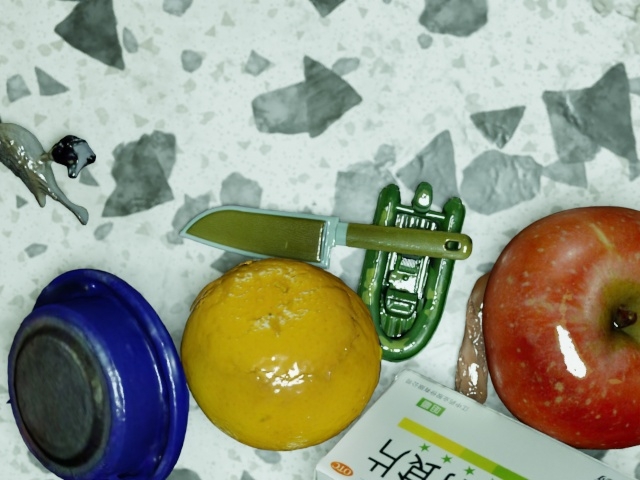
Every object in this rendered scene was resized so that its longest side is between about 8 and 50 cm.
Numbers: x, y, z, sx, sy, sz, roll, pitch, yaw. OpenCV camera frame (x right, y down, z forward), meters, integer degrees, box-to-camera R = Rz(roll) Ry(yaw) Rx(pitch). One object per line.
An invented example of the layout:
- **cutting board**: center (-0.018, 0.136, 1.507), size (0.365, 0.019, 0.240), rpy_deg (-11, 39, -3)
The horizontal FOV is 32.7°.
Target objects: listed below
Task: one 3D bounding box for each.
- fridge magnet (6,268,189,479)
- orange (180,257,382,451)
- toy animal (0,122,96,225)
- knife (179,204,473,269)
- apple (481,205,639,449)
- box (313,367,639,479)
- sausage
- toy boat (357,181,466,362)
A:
- **fridge magnet**: center (-0.251, 0.162, 1.203), size (0.265, 0.113, 0.265), rpy_deg (7, 101, 38)
- **orange**: center (-0.043, 0.124, 1.185), size (0.219, 0.193, 0.219), rpy_deg (10, 51, -12)
- **toy animal**: center (-0.346, -0.102, 1.268), size (0.202, 0.070, 0.105), rpy_deg (26, 111, -2)
- **knife**: center (0.000, 0.001, 1.238), size (0.343, 0.027, 0.061), rpy_deg (7, 87, 15)
- **apple**: center (0.300, 0.091, 1.159), size (0.260, 0.216, 0.260), rpy_deg (0, 83, -1)
- **box**: center (0.173, 0.290, 1.107), size (0.333, 0.145, 0.173), rpy_deg (24, 50, 31)
- **sausage**: center (0.183, 0.111, 1.257), size (0.042, 0.036, 0.158), rpy_deg (10, 92, 5)
- **toy boat**: center (0.100, 0.036, 1.252), size (0.104, 0.052, 0.210), rpy_deg (13, 91, 0)
